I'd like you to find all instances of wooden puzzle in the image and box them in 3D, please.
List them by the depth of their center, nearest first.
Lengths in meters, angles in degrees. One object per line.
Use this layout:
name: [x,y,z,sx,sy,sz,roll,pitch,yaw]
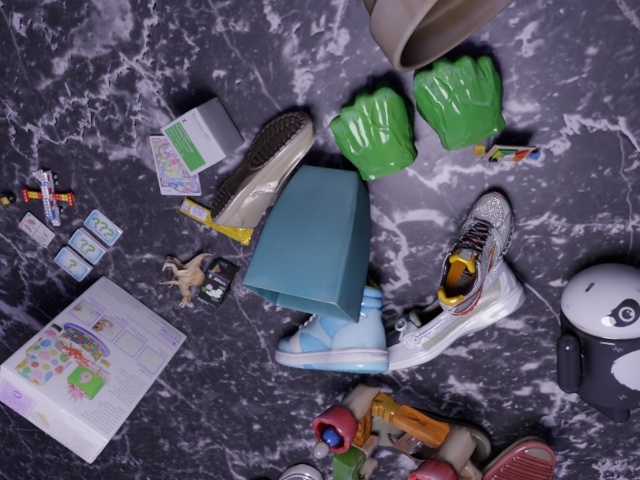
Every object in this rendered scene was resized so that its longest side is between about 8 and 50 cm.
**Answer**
wooden puzzle: [0.305,-0.140,0.922,0.116,0.078,0.014,0,81,3]

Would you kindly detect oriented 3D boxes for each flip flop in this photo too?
flip flop: [0.227,0.438,1.231,0.277,0.080,0.112,8,118,18]

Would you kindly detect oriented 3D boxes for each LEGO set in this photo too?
LEGO set: [-0.576,-0.037,1.218,0.244,0.060,0.182,44,115,-9]

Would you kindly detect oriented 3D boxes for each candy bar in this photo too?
candy bar: [-0.212,-0.041,1.141,0.161,0.018,0.040,27,116,1]

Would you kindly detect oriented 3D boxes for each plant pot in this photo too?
plant pot: [0.138,-0.428,0.716,0.323,0.323,0.280,-41,84,28]
plant pot: [0.000,0.000,0.976,0.166,0.165,0.234,11,75,20]

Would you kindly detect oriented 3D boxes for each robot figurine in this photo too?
robot figurine: [0.509,0.175,0.973,0.174,0.209,0.278,0,117,29]

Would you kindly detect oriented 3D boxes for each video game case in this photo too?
video game case: [-0.283,-0.147,1.110,0.087,0.011,0.122,2,117,13]

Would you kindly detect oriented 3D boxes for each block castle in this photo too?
block castle: [0.135,0.546,1.153,0.303,0.213,0.453,21,127,31]

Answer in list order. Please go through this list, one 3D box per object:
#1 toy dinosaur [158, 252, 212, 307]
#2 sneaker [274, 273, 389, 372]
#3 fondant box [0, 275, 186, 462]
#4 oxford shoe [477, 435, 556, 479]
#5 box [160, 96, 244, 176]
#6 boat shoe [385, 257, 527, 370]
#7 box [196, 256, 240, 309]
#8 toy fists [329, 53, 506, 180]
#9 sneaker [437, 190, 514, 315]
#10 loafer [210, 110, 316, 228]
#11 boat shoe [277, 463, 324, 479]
toy dinosaur: [-0.288,0.064,1.206,0.093,0.053,0.183,20,128,-14]
sneaker: [0.021,0.156,1.135,0.127,0.208,0.319,12,165,-36]
fondant box: [-0.463,0.251,1.176,0.238,0.330,0.096,38,119,-5]
oxford shoe: [0.374,0.502,1.197,0.123,0.130,0.348,22,125,-1]
box: [-0.210,-0.188,1.018,0.087,0.102,0.101,-24,107,22]
boat shoe: [0.224,0.142,1.071,0.320,0.118,0.103,-32,97,22]
box: [-0.214,0.089,1.182,0.052,0.062,0.083,29,120,0]
toy fists: [0.154,-0.210,0.919,0.279,0.096,0.142,-18,123,21]
sneaker: [0.266,0.022,0.966,0.088,0.093,0.225,20,86,26]
loafer: [-0.095,-0.121,1.030,0.092,0.102,0.268,27,120,-38]
boat shoe: [-0.098,0.721,1.419,0.127,0.158,0.340,26,120,1]
